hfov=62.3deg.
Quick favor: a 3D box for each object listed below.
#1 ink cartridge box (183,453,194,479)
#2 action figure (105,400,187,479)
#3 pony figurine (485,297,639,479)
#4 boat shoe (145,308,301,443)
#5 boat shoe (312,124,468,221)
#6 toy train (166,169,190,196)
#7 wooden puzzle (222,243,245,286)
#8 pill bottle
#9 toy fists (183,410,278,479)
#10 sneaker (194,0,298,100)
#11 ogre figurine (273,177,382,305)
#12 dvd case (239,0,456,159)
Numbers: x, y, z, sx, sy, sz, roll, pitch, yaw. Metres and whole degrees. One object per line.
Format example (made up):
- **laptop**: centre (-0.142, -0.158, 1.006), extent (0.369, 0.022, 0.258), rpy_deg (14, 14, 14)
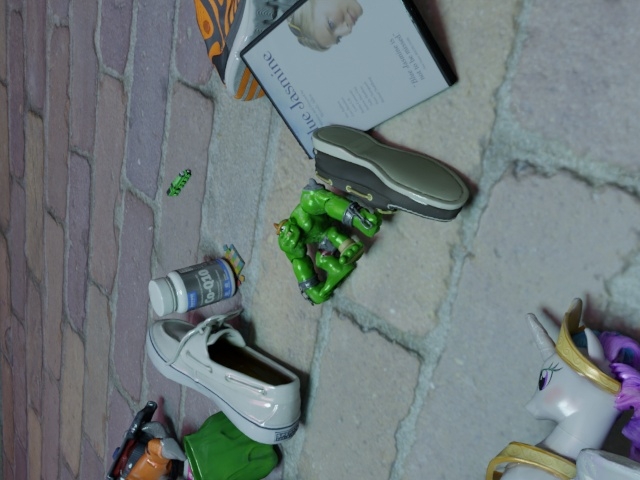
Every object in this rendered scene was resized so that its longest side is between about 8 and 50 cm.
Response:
- **ink cartridge box**: centre (-0.191, 0.575, 1.048), extent (0.239, 0.060, 0.275), rpy_deg (23, 112, 43)
- **action figure**: centre (-0.375, 0.531, 1.102), extent (0.341, 0.178, 0.330), rpy_deg (-66, 8, -16)
- **pony figurine**: centre (0.221, 0.247, 0.402), extent (0.364, 0.302, 0.351), rpy_deg (-58, 31, -1)
- **boat shoe**: centre (-0.175, 0.187, 0.917), extent (0.367, 0.135, 0.157), rpy_deg (26, 114, 38)
- **boat shoe**: centre (0.079, -0.075, 0.656), extent (0.227, 0.081, 0.069), rpy_deg (33, 136, 35)
- **toy train**: centre (-0.287, -0.115, 1.064), extent (0.083, 0.023, 0.017), rpy_deg (-42, 66, 42)
- **wooden puzzle**: centre (-0.161, 0.042, 0.970), extent (0.083, 0.006, 0.049), rpy_deg (52, 129, 28)
- **pill bottle**: centre (-0.230, 0.085, 0.946), extent (0.078, 0.137, 0.078), rpy_deg (24, 122, 47)
- **toy fists**: centre (-0.127, 0.428, 0.902), extent (0.279, 0.142, 0.096), rpy_deg (66, 150, 16)
- **sneaker**: centre (-0.104, -0.380, 0.761), extent (0.180, 0.124, 0.321), rpy_deg (53, 130, 25)
- **ogre figurine**: centre (0.000, 0.000, 0.739), extent (0.118, 0.097, 0.197), rpy_deg (46, 156, 15)
- **dvd case**: centre (0.022, -0.221, 0.669), extent (0.253, 0.022, 0.180), rpy_deg (-19, 112, 46)
